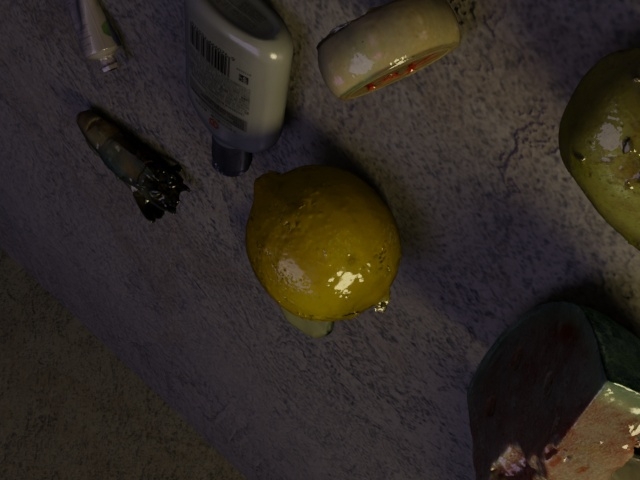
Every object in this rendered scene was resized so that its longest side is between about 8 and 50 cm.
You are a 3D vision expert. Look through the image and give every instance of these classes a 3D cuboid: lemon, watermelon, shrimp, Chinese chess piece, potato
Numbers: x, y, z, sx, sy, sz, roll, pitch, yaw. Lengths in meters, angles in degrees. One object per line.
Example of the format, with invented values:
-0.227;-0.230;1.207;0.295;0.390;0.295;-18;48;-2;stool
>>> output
0.000;0.000;1.028;0.206;0.173;0.173;50;155;-12;lemon
0.251;0.189;0.885;0.148;0.226;0.318;23;164;-6;watermelon
-0.306;-0.104;1.486;0.289;0.075;0.178;32;160;26;shrimp
0.057;-0.161;0.755;0.051;0.122;0.122;66;154;0;Chinese chess piece
0.247;-0.054;0.668;0.105;0.085;0.188;-24;113;41;potato

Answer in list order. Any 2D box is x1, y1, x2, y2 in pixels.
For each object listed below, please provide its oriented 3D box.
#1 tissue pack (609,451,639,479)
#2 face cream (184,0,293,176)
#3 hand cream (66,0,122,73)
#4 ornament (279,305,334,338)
0.352;0.423;1.077;0.210;0.198;0.370;35;153;29;tissue pack
-0.099;-0.170;1.048;0.144;0.071;0.291;40;154;16;face cream
-0.315;-0.300;1.239;0.084;0.053;0.142;-4;110;59;hand cream
-0.042;0.039;1.300;0.180;0.059;0.201;35;150;25;ornament
